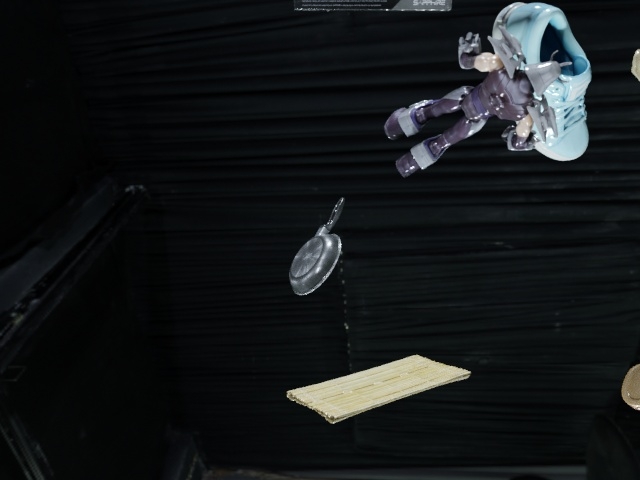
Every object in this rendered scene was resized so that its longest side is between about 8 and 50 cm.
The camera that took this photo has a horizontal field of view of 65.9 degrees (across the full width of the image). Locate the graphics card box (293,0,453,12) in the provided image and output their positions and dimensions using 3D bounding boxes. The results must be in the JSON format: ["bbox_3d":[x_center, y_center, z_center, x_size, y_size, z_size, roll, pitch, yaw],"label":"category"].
[{"bbox_3d":[0.080,-0.505,0.656,0.094,0.232,0.371,-61,-27,-63],"label":"graphics card box"}]

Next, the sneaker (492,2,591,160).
[{"bbox_3d":[0.469,-0.295,0.983,0.366,0.135,0.150,48,-178,-27],"label":"sneaker"}]

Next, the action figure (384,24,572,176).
[{"bbox_3d":[0.220,-0.194,0.714,0.099,0.285,0.185,-33,-80,-39],"label":"action figure"}]

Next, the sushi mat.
[{"bbox_3d":[0.109,0.263,0.903,0.151,0.316,0.019,5,99,58],"label":"sushi mat"}]

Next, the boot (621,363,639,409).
[{"bbox_3d":[0.593,0.267,0.822,0.073,0.197,0.152,-2,114,65],"label":"boot"}]

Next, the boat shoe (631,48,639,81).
[{"bbox_3d":[0.737,-0.362,1.035,0.302,0.103,0.113,-1,-77,-49],"label":"boat shoe"}]

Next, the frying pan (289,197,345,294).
[{"bbox_3d":[0.012,0.005,1.382,0.326,0.053,0.197,-59,26,-10],"label":"frying pan"}]
